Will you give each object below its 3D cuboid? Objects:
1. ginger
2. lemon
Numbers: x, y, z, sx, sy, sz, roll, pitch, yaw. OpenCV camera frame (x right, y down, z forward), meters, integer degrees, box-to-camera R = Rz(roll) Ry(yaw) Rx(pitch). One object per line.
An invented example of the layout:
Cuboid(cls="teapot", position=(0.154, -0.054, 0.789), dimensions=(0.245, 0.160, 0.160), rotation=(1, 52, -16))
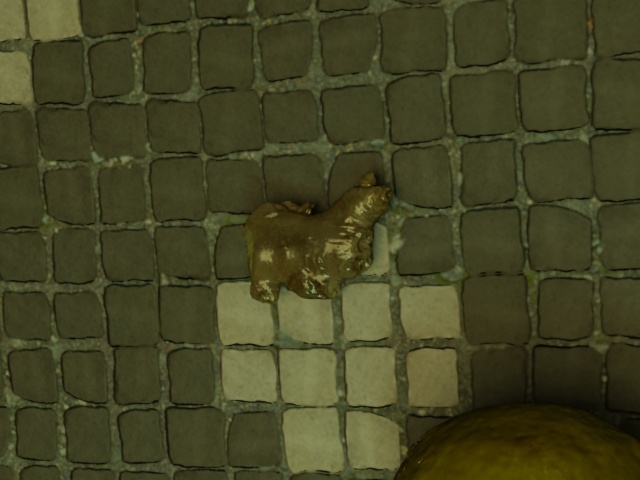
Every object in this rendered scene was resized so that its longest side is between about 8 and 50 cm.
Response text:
Cuboid(cls="ginger", position=(0.000, 0.005, 1.568), dimensions=(0.213, 0.074, 0.137), rotation=(-16, 90, 15))
Cuboid(cls="lemon", position=(0.241, 0.349, 1.369), dimensions=(0.387, 0.350, 0.349), rotation=(2, 97, 25))
